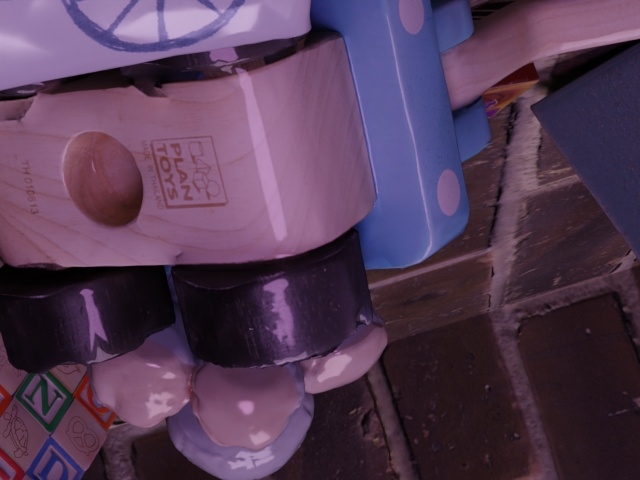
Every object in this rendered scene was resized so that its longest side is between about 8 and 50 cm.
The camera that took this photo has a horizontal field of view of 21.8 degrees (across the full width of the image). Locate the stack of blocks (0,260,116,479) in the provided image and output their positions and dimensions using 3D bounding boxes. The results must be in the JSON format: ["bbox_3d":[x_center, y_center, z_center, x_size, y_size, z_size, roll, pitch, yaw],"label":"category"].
[{"bbox_3d":[-0.301,0.086,1.255,0.087,0.297,0.171,-25,-155,37],"label":"stack of blocks"}]

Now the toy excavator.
[{"bbox_3d":[0.046,-0.108,1.029,0.433,0.222,0.445,-2,-160,34],"label":"toy excavator"}]

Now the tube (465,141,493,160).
[{"bbox_3d":[0.070,-0.063,1.688,0.207,0.052,0.080,-17,-176,-13],"label":"tube"}]

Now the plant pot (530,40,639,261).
[{"bbox_3d":[0.396,-0.088,1.589,0.252,0.247,0.247,-37,163,14],"label":"plant pot"}]

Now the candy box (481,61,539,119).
[{"bbox_3d":[0.096,-0.118,1.452,0.109,0.053,0.187,-12,169,-26],"label":"candy box"}]

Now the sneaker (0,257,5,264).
[{"bbox_3d":[-0.242,0.001,1.461,0.161,0.075,0.057,-18,169,4],"label":"sneaker"}]

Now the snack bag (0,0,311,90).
[{"bbox_3d":[-0.164,-0.162,0.630,0.343,0.037,0.323,-14,144,-10],"label":"snack bag"}]

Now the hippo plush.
[{"bbox_3d":[-0.103,0.071,1.304,0.234,0.294,0.236,-13,150,-20],"label":"hippo plush"}]
